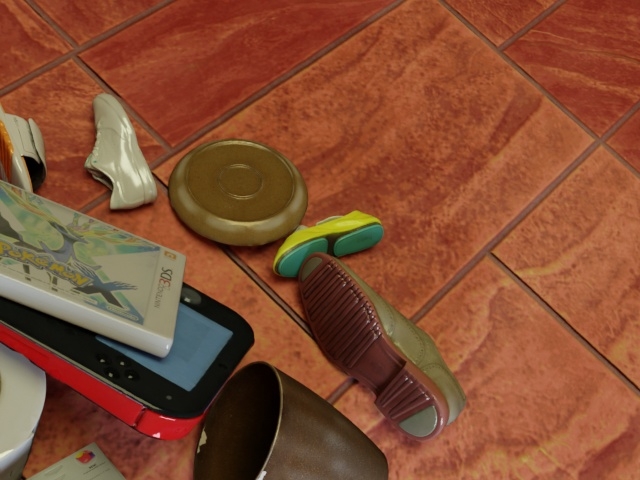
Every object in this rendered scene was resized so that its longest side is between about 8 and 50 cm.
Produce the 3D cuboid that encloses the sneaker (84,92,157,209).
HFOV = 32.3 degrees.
[{"bbox_3d":[-0.345,-0.145,1.798,0.094,0.080,0.212,-20,68,-18],"label":"sneaker"}]

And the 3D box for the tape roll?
[{"bbox_3d":[-0.489,0.221,1.438,0.246,0.169,0.246,11,56,-16],"label":"tape roll"}]

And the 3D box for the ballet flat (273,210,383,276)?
[{"bbox_3d":[0.000,0.000,1.844,0.231,0.077,0.077,-19,46,-33],"label":"ballet flat"}]

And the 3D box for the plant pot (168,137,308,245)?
[{"bbox_3d":[-0.134,-0.091,1.839,0.236,0.032,0.236,6,50,-7],"label":"plant pot"}]

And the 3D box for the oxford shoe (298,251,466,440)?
[{"bbox_3d":[0.096,0.159,1.761,0.348,0.123,0.130,54,34,13],"label":"oxford shoe"}]

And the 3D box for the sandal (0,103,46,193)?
[{"bbox_3d":[-0.477,-0.165,1.738,0.076,0.102,0.265,-13,62,-28],"label":"sandal"}]

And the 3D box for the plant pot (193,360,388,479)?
[{"bbox_3d":[-0.026,0.311,1.557,0.230,0.215,0.215,27,50,-28],"label":"plant pot"}]

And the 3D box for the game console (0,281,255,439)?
[{"bbox_3d":[-0.276,0.111,1.542,0.342,0.060,0.386,34,18,1],"label":"game console"}]

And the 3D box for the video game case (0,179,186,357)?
[{"bbox_3d":[-0.351,0.027,1.540,0.329,0.036,0.300,22,18,-11],"label":"video game case"}]

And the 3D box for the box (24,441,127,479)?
[{"bbox_3d":[-0.309,0.367,1.456,0.145,0.038,0.186,-27,51,-33],"label":"box"}]
